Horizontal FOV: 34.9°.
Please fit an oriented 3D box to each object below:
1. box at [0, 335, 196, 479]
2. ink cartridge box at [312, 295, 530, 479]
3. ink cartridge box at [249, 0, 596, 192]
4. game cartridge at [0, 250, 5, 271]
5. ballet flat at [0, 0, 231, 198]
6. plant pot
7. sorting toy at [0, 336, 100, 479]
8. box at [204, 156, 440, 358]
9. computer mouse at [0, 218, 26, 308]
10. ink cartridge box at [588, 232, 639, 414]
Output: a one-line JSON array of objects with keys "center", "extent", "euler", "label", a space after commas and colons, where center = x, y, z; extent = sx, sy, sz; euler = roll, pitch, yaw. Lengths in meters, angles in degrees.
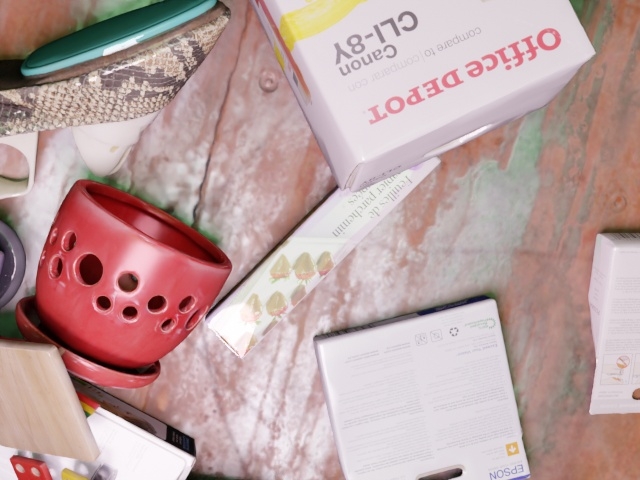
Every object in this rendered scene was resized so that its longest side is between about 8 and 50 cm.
[{"center": [-0.303, 0.238, 1.133], "extent": [0.290, 0.087, 0.169], "euler": [29, 89, -8], "label": "box"}, {"center": [0.121, 0.198, 1.210], "extent": [0.223, 0.045, 0.224], "euler": [-12, 95, -6], "label": "ink cartridge box"}, {"center": [0.073, -0.286, 1.089], "extent": [0.279, 0.160, 0.385], "euler": [-25, 85, -7], "label": "ink cartridge box"}, {"center": [-0.481, 0.154, 1.047], "extent": [0.230, 0.068, 0.355], "euler": [14, 87, 8], "label": "game cartridge"}, {"center": [-0.320, -0.138, 1.096], "extent": [0.482, 0.164, 0.182], "euler": [-11, 116, -1], "label": "ballet flat"}, {"center": [-0.213, 0.053, 1.088], "extent": [0.191, 0.191, 0.174], "euler": [27, 97, -8], "label": "plant pot"}, {"center": [-0.280, 0.155, 1.015], "extent": [0.132, 0.046, 0.274], "euler": [1, 120, 30], "label": "sorting toy"}, {"center": [0.000, 0.000, 1.174], "extent": [0.324, 0.067, 0.063], "euler": [-45, 97, -3], "label": "box"}, {"center": [-0.447, 0.031, 1.118], "extent": [0.272, 0.072, 0.188], "euler": [-10, 96, 5], "label": "computer mouse"}, {"center": [0.420, 0.101, 1.255], "extent": [0.181, 0.056, 0.225], "euler": [0, 111, -8], "label": "ink cartridge box"}]
